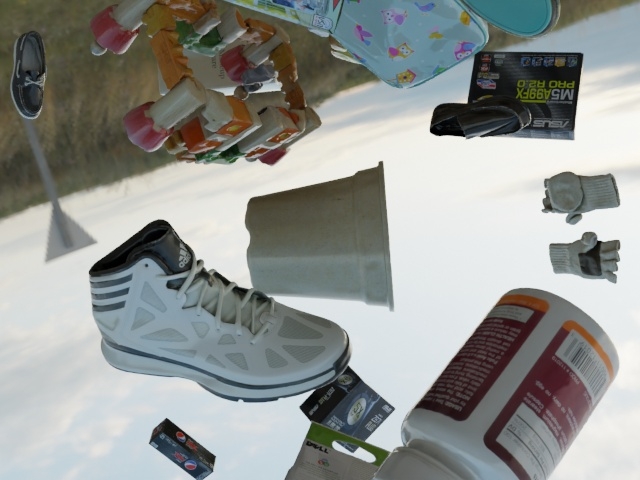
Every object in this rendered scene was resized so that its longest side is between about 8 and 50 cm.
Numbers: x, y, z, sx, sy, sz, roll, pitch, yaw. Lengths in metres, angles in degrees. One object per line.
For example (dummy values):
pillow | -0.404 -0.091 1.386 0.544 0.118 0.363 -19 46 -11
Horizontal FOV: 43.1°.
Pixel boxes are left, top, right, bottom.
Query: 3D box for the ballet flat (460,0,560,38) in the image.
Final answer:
ballet flat | 0.200 -0.419 1.147 0.123 0.348 0.123 -53 175 -6

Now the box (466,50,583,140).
box | 0.508 -0.363 2.025 0.270 0.216 0.060 6 164 21

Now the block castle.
block castle | -0.226 -0.310 1.645 0.213 0.303 0.453 -29 164 30

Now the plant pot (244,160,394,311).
plant pot | 0.000 0.000 1.792 0.305 0.333 0.334 -4 -169 5

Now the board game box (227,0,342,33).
board game box | -0.051 -0.423 1.040 0.213 0.046 0.317 17 148 0

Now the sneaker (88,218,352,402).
sneaker | -0.177 0.108 1.302 0.448 0.257 0.169 4 -139 13

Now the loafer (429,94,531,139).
loafer | 0.311 -0.230 1.614 0.220 0.080 0.078 0 -138 42

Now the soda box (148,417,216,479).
soda box | -0.333 0.509 1.970 0.053 0.169 0.060 -41 -162 17

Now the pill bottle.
pill bottle | 0.265 0.279 1.240 0.392 0.224 0.224 -46 -159 -24

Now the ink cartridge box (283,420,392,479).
ink cartridge box | 0.027 0.444 1.363 0.189 0.097 0.255 20 -152 7

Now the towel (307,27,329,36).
towel | 0.020 -0.586 2.233 0.067 0.029 0.119 15 180 -38

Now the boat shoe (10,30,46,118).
boat shoe | -0.415 -0.239 1.164 0.046 0.125 0.038 7 168 -40

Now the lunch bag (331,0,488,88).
lunch bag | 0.138 -0.386 1.336 0.224 0.279 0.108 -28 -135 35

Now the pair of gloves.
pair of gloves | 0.552 -0.030 1.734 0.042 0.240 0.204 -15 -167 -28

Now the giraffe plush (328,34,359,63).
giraffe plush | 0.137 -0.454 1.709 0.210 0.170 0.181 19 179 -26

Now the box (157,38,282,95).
box | -0.245 -0.445 2.052 0.311 0.148 0.121 -4 -179 15

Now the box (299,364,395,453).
box | 0.063 0.379 1.834 0.147 0.180 0.077 -46 -134 -3
